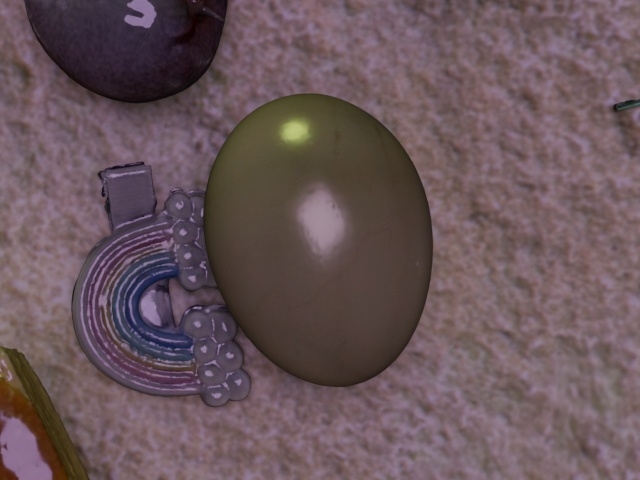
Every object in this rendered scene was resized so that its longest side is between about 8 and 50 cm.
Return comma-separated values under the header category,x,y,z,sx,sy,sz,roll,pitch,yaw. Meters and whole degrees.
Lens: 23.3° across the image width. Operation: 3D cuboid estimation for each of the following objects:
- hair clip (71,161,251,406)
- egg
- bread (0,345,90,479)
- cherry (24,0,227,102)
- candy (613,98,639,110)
category,x,y,z,sx,sy,sz,roll,pitch,yaw
hair clip,-0.144,0.041,1.322,0.140,0.054,0.220,-10,89,-13
egg,0.000,0.000,1.266,0.186,0.186,0.242,-13,87,-7
bread,-0.304,0.254,1.201,0.279,0.207,0.279,-24,86,-8
cherry,-0.160,-0.195,1.298,0.176,0.140,0.176,-5,74,16
candy,0.354,-0.137,1.393,0.184,0.049,0.056,-12,54,2
